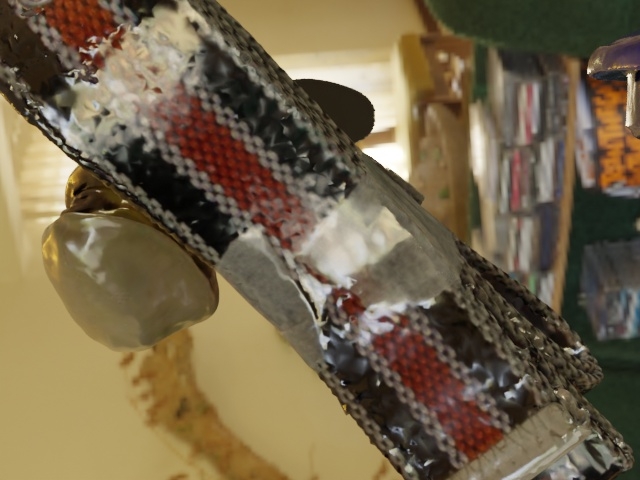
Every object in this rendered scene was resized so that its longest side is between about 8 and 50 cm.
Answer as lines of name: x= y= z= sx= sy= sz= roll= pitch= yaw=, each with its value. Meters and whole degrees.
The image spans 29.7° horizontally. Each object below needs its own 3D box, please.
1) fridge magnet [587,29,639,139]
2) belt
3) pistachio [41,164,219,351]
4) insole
fridge magnet: x=0.344 y=-0.127 z=0.946 sx=0.265 sy=0.266 sz=0.112 roll=-136 pitch=48 yaw=-85
belt: x=0.000 y=0.000 z=0.544 sx=0.359 sy=0.094 sz=0.126 roll=45 pitch=-163 yaw=-17
pistachio: x=-0.149 y=0.012 z=0.963 sx=0.206 sy=0.131 sz=0.129 roll=81 pitch=-164 yaw=-60
insole: x=-0.046 y=-0.108 z=1.016 sx=0.004 sy=0.189 sz=0.064 roll=-45 pitch=-40 yaw=-71
